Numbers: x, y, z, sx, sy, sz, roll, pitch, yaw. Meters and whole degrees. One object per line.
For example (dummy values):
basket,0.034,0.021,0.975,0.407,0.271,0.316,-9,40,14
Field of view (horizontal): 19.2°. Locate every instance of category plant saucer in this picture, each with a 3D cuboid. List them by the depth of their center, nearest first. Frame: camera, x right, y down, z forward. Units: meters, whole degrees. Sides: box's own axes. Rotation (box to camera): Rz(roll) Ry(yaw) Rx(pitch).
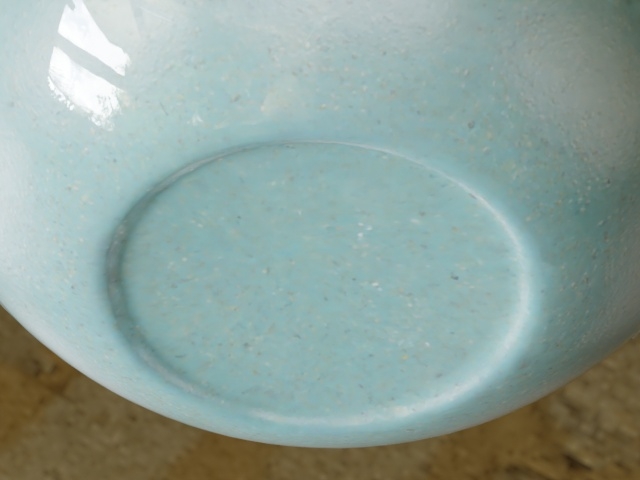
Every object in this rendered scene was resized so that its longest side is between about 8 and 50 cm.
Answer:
plant saucer,0.000,0.000,0.458,0.195,0.195,0.037,92,-179,-45
